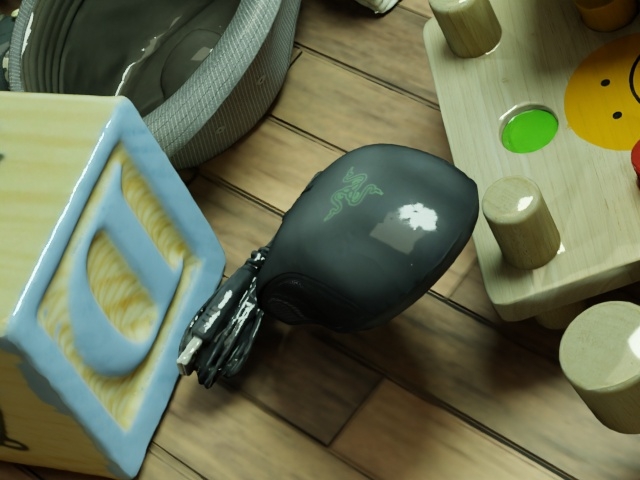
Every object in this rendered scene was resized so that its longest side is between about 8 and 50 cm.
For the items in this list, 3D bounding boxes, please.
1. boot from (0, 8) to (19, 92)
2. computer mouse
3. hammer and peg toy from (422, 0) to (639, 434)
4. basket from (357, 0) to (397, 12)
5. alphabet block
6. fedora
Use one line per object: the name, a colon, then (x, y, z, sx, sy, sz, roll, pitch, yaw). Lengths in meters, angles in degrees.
boot: (-0.305, -0.161, 1.438, 0.179, 0.085, 0.236, -20, 90, 9)
computer mouse: (0.000, 0.000, 1.132, 0.188, 0.072, 0.272, -52, 15, -20)
hammer and peg toy: (0.218, -0.049, 1.111, 0.266, 0.127, 0.361, -20, 50, 11)
basket: (0.016, -0.263, 1.388, 0.113, 0.103, 0.167, -45, 50, -9)
alphabet block: (-0.209, 0.025, 1.225, 0.197, 0.192, 0.193, 4, 54, 28)
fedora: (-0.100, -0.158, 1.343, 0.244, 0.124, 0.275, 32, 92, 39)
